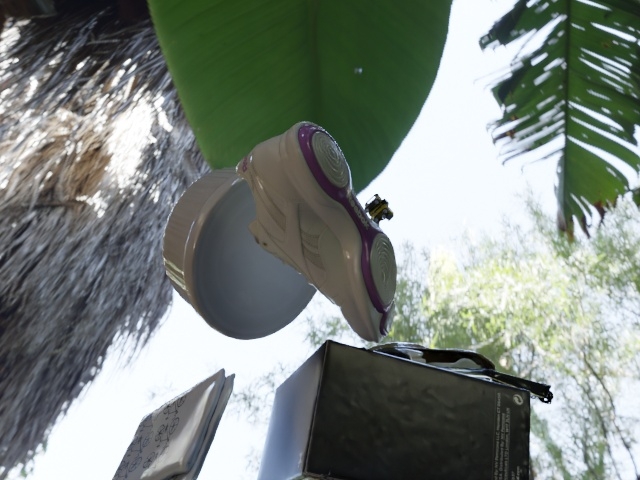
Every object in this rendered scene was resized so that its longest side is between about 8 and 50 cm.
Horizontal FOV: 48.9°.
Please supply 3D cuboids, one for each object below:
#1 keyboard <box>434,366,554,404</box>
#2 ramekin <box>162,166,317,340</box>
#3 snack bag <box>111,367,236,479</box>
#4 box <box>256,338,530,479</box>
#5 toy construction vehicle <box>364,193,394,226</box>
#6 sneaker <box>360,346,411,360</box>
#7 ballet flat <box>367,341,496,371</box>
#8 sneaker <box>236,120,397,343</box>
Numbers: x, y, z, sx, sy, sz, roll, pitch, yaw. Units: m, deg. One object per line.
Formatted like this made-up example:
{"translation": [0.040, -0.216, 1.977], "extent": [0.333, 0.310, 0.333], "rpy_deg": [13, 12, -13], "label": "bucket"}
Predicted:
{"translation": [0.306, 0.260, 1.256], "extent": [0.201, 0.317, 0.033], "rpy_deg": [16, -102, -11], "label": "keyboard"}
{"translation": [-0.119, 0.008, 1.094], "extent": [0.127, 0.272, 0.273], "rpy_deg": [18, -50, 44], "label": "ramekin"}
{"translation": [-0.280, 0.398, 1.151], "extent": [0.037, 0.343, 0.323], "rpy_deg": [36, -43, -20], "label": "snack bag"}
{"translation": [0.089, 0.287, 0.987], "extent": [0.293, 0.183, 0.296], "rpy_deg": [15, -28, -11], "label": "box"}
{"translation": [0.088, -0.033, 1.190], "extent": [0.035, 0.086, 0.098], "rpy_deg": [38, -63, -17], "label": "toy construction vehicle"}
{"translation": [0.076, 0.202, 1.173], "extent": [0.170, 0.089, 0.051], "rpy_deg": [-20, -83, 20], "label": "sneaker"}
{"translation": [0.223, 0.272, 1.478], "extent": [0.342, 0.116, 0.124], "rpy_deg": [7, -16, -22], "label": "ballet flat"}
{"translation": [0.000, 0.000, 0.914], "extent": [0.152, 0.114, 0.305], "rpy_deg": [-16, -73, 32], "label": "sneaker"}
